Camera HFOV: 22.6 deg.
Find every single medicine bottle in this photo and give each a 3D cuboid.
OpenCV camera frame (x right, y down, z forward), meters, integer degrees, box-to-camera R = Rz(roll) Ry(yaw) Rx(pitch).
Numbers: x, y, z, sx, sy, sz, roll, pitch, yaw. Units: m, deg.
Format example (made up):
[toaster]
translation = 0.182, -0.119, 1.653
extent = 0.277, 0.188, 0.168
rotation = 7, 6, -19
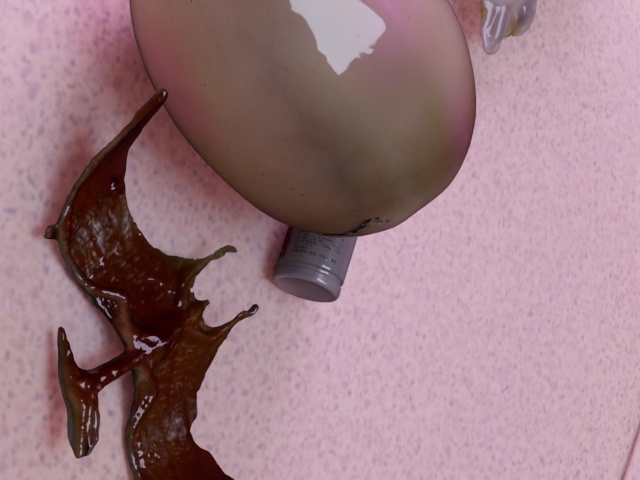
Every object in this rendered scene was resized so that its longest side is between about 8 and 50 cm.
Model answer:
[medicine bottle]
translation = 0.000, 0.000, 1.339
extent = 0.058, 0.058, 0.091
rotation = 37, 63, -44

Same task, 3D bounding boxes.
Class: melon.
[melon]
translation = -0.008, -0.135, 1.204
extent = 0.317, 0.223, 0.223
rotation = 51, 54, -41

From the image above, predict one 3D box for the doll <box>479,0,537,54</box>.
[doll]
translation = 0.171, -0.386, 1.479
extent = 0.423, 0.161, 0.348
rotation = 43, 72, -40

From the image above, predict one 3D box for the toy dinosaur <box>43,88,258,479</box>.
[toy dinosaur]
translation = -0.100, 0.061, 1.182
extent = 0.206, 0.113, 0.327
rotation = 3, 86, -50
